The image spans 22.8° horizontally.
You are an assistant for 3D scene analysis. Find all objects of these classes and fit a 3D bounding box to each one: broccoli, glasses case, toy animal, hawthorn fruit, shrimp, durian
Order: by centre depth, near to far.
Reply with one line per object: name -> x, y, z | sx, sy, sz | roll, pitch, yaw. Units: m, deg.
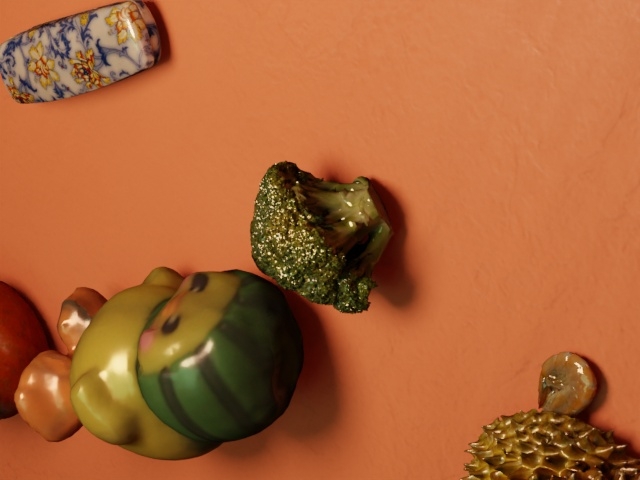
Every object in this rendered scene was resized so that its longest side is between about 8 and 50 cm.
durian -> 0.214, 0.234, 1.475 | 0.252, 0.139, 0.144 | -23, 55, 39
shrimp -> 0.219, 0.143, 1.480 | 0.059, 0.023, 0.108 | 58, 136, 20
broccoli -> 0.000, 0.000, 1.548 | 0.138, 0.146, 0.162 | -28, 68, 14
toy animal -> -0.154, 0.139, 1.708 | 0.338, 0.216, 0.191 | -12, 126, 41
glasses case -> -0.267, -0.204, 1.742 | 0.248, 0.065, 0.087 | -6, 102, 43
hawthorn fruit -> -0.426, 0.125, 1.969 | 0.185, 0.185, 0.202 | -18, 79, 45
